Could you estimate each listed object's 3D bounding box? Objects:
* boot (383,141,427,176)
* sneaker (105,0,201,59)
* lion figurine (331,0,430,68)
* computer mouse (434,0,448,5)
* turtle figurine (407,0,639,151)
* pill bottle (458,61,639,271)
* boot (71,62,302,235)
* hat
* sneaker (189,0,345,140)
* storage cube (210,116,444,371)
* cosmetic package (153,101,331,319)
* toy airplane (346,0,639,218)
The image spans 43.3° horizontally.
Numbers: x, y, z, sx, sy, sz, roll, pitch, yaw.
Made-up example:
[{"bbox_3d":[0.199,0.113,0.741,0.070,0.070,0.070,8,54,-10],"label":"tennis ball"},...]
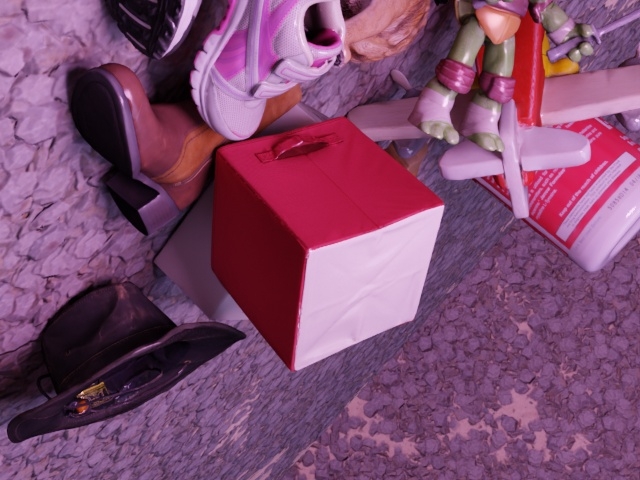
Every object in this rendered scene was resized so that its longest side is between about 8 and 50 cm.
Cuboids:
[{"bbox_3d":[0.035,-0.069,1.331,0.295,0.104,0.211,-24,168,-19],"label":"boot"},{"bbox_3d":[-0.105,-0.272,0.676,0.108,0.100,0.272,-31,154,-50],"label":"sneaker"},{"bbox_3d":[0.054,-0.334,0.823,0.240,0.142,0.392,-43,157,-37],"label":"lion figurine"},{"bbox_3d":[0.163,-0.365,1.028,0.042,0.106,0.193,-13,-162,30],"label":"computer mouse"},{"bbox_3d":[0.226,-0.222,0.889,0.198,0.274,0.266,-31,144,-65],"label":"turtle figurine"},{"bbox_3d":[0.407,-0.152,1.466,0.229,0.407,0.229,-40,159,-19],"label":"pill bottle"},{"bbox_3d":[-0.115,-0.159,0.871,0.280,0.096,0.264,-44,153,-20],"label":"boot"},{"bbox_3d":[-0.264,0.135,1.041,0.331,0.134,0.331,-24,165,-7],"label":"hat"},{"bbox_3d":[-0.042,-0.182,0.761,0.103,0.111,0.252,-45,168,-42],"label":"sneaker"},{"bbox_3d":[0.000,0.000,0.932,0.183,0.193,0.215,-19,136,-29],"label":"storage cube"},{"bbox_3d":[-0.071,-0.040,1.118,0.296,0.129,0.153,-52,159,13],"label":"cosmetic package"},{"bbox_3d":[0.284,-0.201,1.162,0.384,0.386,0.272,-46,150,-3],"label":"toy airplane"}]
